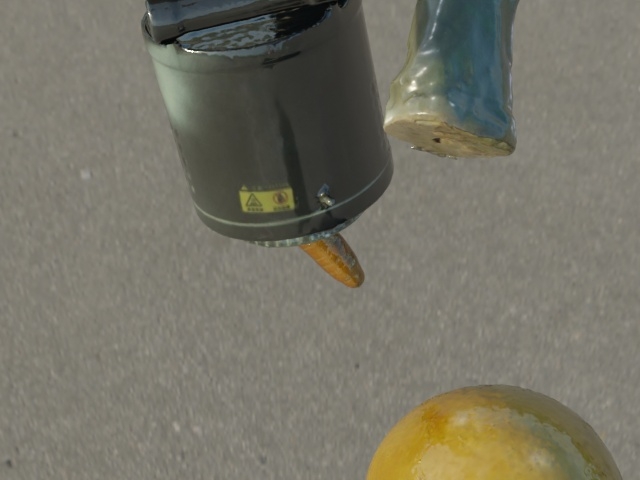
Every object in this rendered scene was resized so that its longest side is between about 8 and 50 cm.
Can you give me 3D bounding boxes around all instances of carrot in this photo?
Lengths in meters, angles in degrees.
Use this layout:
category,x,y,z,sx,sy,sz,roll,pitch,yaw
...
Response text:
category,x,y,z,sx,sy,sz,roll,pitch,yaw
carrot,0.000,0.000,1.473,0.139,0.048,0.048,45,53,-21

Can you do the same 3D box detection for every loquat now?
category,x,y,z,sx,sy,sz,roll,pitch,yaw
loquat,0.165,0.266,1.264,0.263,0.263,0.263,0,52,0

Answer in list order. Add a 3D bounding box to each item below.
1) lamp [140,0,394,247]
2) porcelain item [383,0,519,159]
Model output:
category,x,y,z,sx,sy,sz,roll,pitch,yaw
lamp,-0.042,-0.125,1.276,0.205,0.272,0.374,-14,14,1
porcelain item,0.093,-0.161,0.827,0.081,0.069,0.216,14,79,-25
